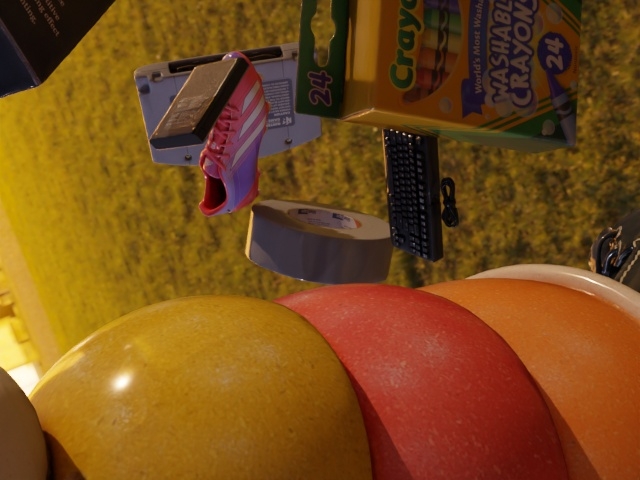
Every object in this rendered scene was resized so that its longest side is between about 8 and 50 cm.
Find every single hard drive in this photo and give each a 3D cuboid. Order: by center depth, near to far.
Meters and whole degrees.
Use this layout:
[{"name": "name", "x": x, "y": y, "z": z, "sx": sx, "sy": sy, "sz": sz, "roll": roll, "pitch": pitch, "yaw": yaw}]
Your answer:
[{"name": "hard drive", "x": -0.156, "y": -0.177, "z": 1.206, "sx": 0.094, "sy": 0.135, "sz": 0.022, "roll": -1, "pitch": 142, "yaw": 43}]

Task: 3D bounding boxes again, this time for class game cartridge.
[{"name": "game cartridge", "x": -0.148, "y": -0.220, "z": 1.570, "sx": 0.198, "sy": 0.297, "sz": 0.062, "roll": 88, "pitch": 169, "yaw": -48}]

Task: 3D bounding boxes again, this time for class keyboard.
[{"name": "keyboard", "x": 0.121, "y": -0.055, "z": 1.144, "sx": 0.108, "sy": 0.023, "sz": 0.180, "roll": 19, "pitch": 132, "yaw": 35}]

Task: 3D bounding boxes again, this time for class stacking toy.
[{"name": "stacking toy", "x": -0.040, "y": 0.138, "z": 0.463, "sx": 0.351, "sy": 0.480, "sz": 0.350, "roll": -25, "pitch": 57, "yaw": 46}]

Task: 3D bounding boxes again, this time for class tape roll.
[{"name": "tape roll", "x": 0.000, "y": 0.000, "z": 1.395, "sx": 0.219, "sy": 0.219, "sz": 0.072, "roll": -144, "pitch": 60, "yaw": -60}]

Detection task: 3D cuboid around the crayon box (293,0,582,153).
[{"name": "crayon box", "x": 0.138, "y": -0.219, "z": 1.035, "sx": 0.083, "sy": 0.323, "sz": 0.203, "roll": -5, "pitch": 80, "yaw": 64}]

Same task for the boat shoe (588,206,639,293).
[{"name": "boat shoe", "x": 0.291, "y": 0.020, "z": 0.804, "sx": 0.113, "sy": 0.340, "sz": 0.127, "roll": 15, "pitch": 131, "yaw": 38}]

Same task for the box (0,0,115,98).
[{"name": "box", "x": -0.353, "y": -0.358, "z": 0.965, "sx": 0.293, "sy": 0.212, "sz": 0.395, "roll": 63, "pitch": -149, "yaw": -32}]

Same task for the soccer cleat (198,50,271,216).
[{"name": "soccer cleat", "x": -0.129, "y": -0.143, "z": 1.321, "sx": 0.083, "sy": 0.095, "sz": 0.248, "roll": 33, "pitch": 136, "yaw": 31}]
